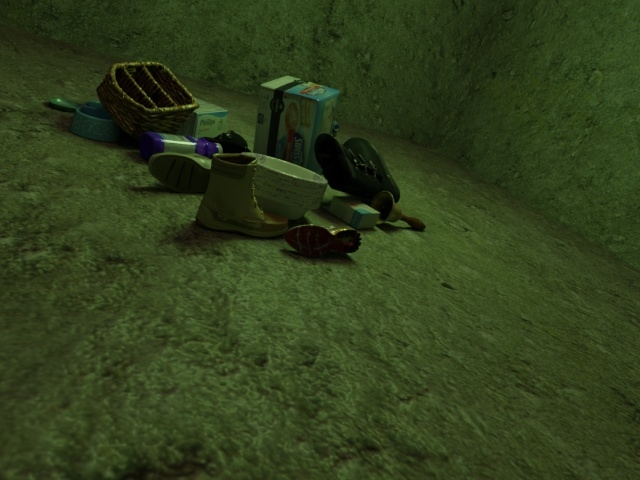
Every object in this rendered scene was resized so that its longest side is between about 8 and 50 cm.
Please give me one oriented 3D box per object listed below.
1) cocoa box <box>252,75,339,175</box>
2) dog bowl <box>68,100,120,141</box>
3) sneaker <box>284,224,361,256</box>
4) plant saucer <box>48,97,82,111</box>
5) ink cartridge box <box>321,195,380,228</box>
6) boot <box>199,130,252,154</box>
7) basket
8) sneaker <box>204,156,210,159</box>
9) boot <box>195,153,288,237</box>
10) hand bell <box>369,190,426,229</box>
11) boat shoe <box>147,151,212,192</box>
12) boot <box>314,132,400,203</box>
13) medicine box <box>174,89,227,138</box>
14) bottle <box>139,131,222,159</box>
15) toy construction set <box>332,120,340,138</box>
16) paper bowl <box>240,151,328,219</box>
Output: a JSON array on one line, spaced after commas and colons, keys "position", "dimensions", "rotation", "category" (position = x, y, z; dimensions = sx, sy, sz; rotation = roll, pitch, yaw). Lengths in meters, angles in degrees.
[{"position": [-0.095, -0.402, 1.813], "dimensions": [0.228, 0.347, 0.231], "rotation": [20, 31, 14], "category": "cocoa box"}, {"position": [-0.785, -0.432, 1.735], "dimensions": [0.165, 0.074, 0.297], "rotation": [12, 23, -17], "category": "dog bowl"}, {"position": [0.000, 0.000, 1.359], "dimensions": [0.225, 0.088, 0.092], "rotation": [5, 5, -32], "category": "sneaker"}, {"position": [-0.970, -0.513, 1.847], "dimensions": [0.119, 0.021, 0.119], "rotation": [16, 21, -6], "category": "plant saucer"}, {"position": [0.105, -0.109, 1.712], "dimensions": [0.181, 0.062, 0.104], "rotation": [34, 25, 35], "category": "ink cartridge box"}, {"position": [-0.337, -0.367, 1.923], "dimensions": [0.246, 0.094, 0.207], "rotation": [18, 24, 15], "category": "boot"}, {"position": [-0.621, -0.510, 1.707], "dimensions": [0.299, 0.223, 0.213], "rotation": [50, 15, 24], "category": "basket"}, {"position": [-0.359, -0.243, 1.676], "dimensions": [0.152, 0.054, 0.061], "rotation": [27, 9, 9], "category": "sneaker"}, {"position": [-0.185, -0.121, 1.301], "dimensions": [0.262, 0.203, 0.095], "rotation": [8, 24, -26], "category": "boot"}, {"position": [0.309, -0.087, 1.810], "dimensions": [0.242, 0.126, 0.126], "rotation": [18, 18, -34], "category": "hand bell"}, {"position": [-0.395, -0.209, 1.485], "dimensions": [0.302, 0.113, 0.103], "rotation": [11, 19, -49], "category": "boat shoe"}, {"position": [0.104, -0.308, 1.854], "dimensions": [0.445, 0.146, 0.367], "rotation": [8, 42, -56], "category": "boot"}, {"position": [-0.574, -0.506, 1.989], "dimensions": [0.289, 0.149, 0.263], "rotation": [23, 22, 8], "category": "medicine box"}, {"position": [-0.475, -0.318, 1.688], "dimensions": [0.282, 0.092, 0.118], "rotation": [-5, 25, -46], "category": "bottle"}, {"position": [-0.047, -0.393, 2.175], "dimensions": [0.308, 0.237, 0.257], "rotation": [13, 45, 35], "category": "toy construction set"}, {"position": [-0.131, -0.162, 1.501], "dimensions": [0.284, 0.148, 0.284], "rotation": [19, 15, -5], "category": "paper bowl"}]
